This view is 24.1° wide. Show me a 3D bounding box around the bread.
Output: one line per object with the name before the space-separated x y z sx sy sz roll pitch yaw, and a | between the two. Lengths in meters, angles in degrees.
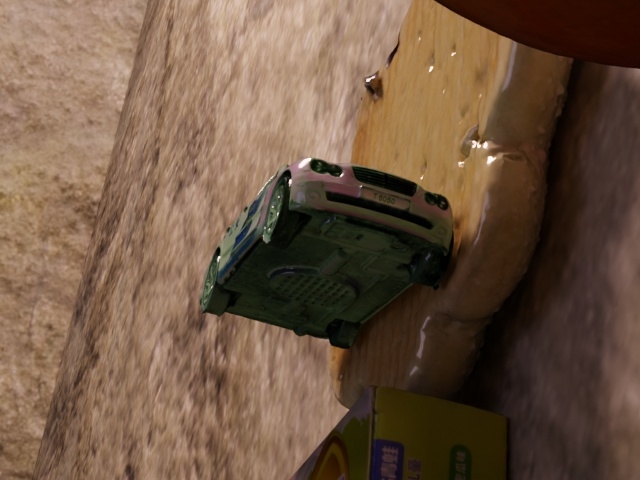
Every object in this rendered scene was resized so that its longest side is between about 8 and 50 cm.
bread | 0.069 -0.042 0.857 0.316 0.054 0.316 -166 90 -76

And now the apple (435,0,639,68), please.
apple | 0.102 -0.165 0.383 0.242 0.241 0.242 10 104 46

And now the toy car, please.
toy car | 0.000 0.000 0.804 0.224 0.090 0.076 136 148 -65

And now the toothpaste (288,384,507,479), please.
toothpaste | 0.004 0.199 0.839 0.327 0.077 0.110 124 157 -54
